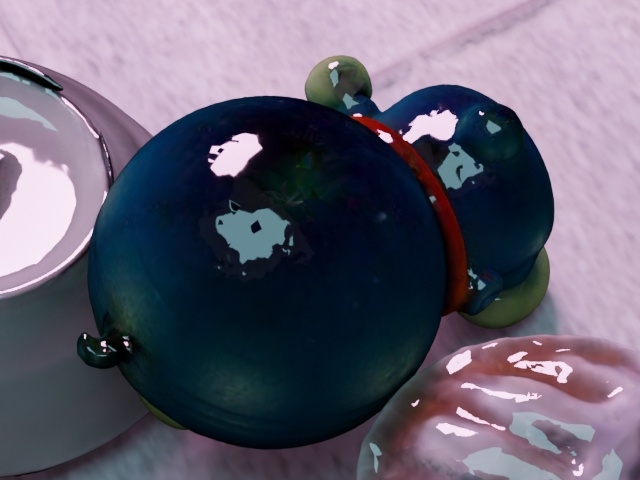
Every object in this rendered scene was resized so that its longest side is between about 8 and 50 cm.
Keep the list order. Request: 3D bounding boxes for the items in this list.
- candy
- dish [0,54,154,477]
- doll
[{"bbox_3d":[0.158,0.174,0.924,0.290,0.157,0.214,24,67,14],"label":"candy"},{"bbox_3d":[-0.214,-0.014,1.047,0.317,0.106,0.316,6,58,-9],"label":"dish"},{"bbox_3d":[0.001,0.001,0.984,0.322,0.186,0.198,-30,70,-31],"label":"doll"}]
